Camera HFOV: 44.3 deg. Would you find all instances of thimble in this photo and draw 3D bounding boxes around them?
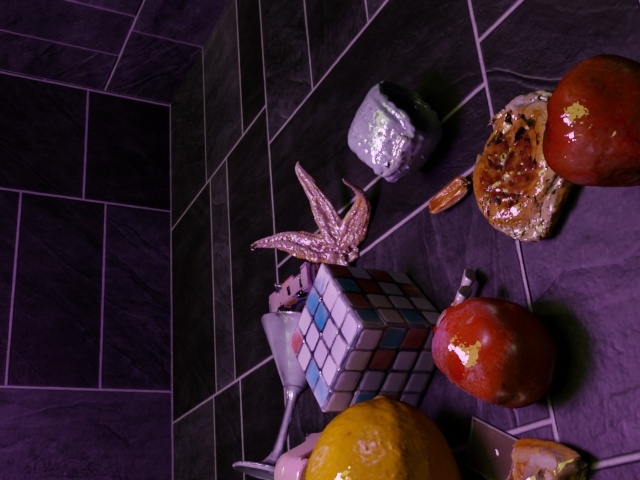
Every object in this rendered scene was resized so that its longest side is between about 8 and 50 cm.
[{"bbox_3d":[0.181,-0.263,1.883,0.172,0.205,0.250,-57,20,31],"label":"thimble"}]

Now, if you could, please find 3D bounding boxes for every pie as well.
[{"bbox_3d":[0.404,-0.158,1.546,0.308,0.085,0.308,-29,57,58],"label":"pie"}]

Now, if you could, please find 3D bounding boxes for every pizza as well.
[{"bbox_3d":[0.387,0.503,1.421,0.189,0.071,0.297,16,97,64],"label":"pizza"}]

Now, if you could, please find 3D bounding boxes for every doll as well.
[{"bbox_3d":[0.284,0.182,1.670,0.183,0.085,0.217,-51,-29,-67],"label":"doll"}]

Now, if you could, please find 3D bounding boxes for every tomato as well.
[{"bbox_3d":[0.324,0.200,1.472,0.188,0.232,0.232,-63,29,4],"label":"tomato"}]

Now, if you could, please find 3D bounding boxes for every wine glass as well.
[{"bbox_3d":[-0.074,0.414,2.041,0.267,0.267,0.406,-29,43,58],"label":"wine glass"}]

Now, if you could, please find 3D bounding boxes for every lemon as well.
[{"bbox_3d":[0.131,0.497,1.645,0.364,0.364,0.364,-26,61,59],"label":"lemon"}]

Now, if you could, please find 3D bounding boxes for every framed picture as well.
[{"bbox_3d":[0.346,0.430,1.589,0.149,0.011,0.109,16,97,63],"label":"framed picture"}]

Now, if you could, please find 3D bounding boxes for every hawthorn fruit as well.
[{"bbox_3d":[0.490,-0.181,1.264,0.261,0.224,0.224,23,105,42],"label":"hawthorn fruit"}]

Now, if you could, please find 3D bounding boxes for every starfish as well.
[{"bbox_3d":[0.007,-0.003,2.168,0.384,0.132,0.398,30,111,22],"label":"starfish"}]

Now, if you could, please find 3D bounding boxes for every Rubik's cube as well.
[{"bbox_3d":[0.110,0.229,1.841,0.256,0.253,0.259,55,132,53],"label":"Rubik's cube"}]

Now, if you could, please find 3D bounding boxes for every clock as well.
[{"bbox_3d":[0.030,0.606,1.849,0.114,0.284,0.309,1,104,45],"label":"clock"}]

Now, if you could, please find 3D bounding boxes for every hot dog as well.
[{"bbox_3d":[0.298,-0.101,1.800,0.133,0.041,0.056,-40,49,44],"label":"hot dog"}]

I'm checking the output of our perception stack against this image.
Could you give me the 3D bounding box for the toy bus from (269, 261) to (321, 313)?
[{"bbox_3d":[-0.059,0.153,2.351,0.274,0.112,0.090,-42,47,52],"label":"toy bus"}]
